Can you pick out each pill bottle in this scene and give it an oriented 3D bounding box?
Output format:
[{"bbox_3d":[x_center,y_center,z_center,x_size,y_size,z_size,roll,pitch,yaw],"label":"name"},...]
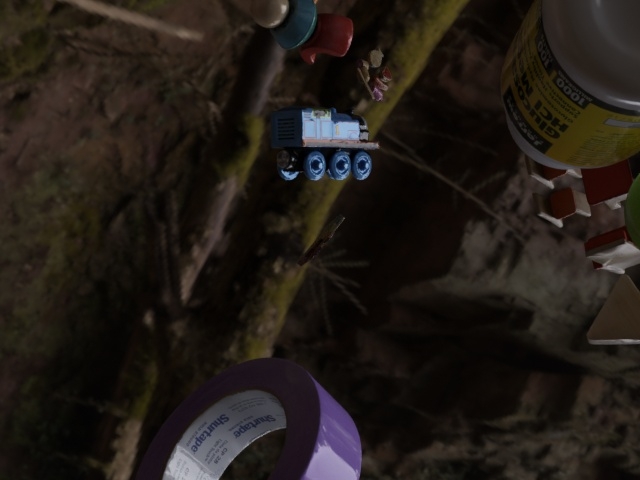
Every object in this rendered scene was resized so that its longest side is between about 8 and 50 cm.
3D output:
[{"bbox_3d":[0.291,-0.181,1.110,0.334,0.188,0.188,94,21,-79],"label":"pill bottle"}]

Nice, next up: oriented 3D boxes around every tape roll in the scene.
[{"bbox_3d":[-0.090,0.273,1.253,0.275,0.090,0.275,-28,-145,22],"label":"tape roll"}]

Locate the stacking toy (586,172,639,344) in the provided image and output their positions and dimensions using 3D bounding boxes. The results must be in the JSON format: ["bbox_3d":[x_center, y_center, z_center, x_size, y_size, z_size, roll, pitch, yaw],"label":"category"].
[{"bbox_3d":[0.437,0.023,1.113,0.279,0.130,0.309,18,-104,22],"label":"stacking toy"}]

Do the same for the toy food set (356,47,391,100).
[{"bbox_3d":[0.086,-0.265,1.747,0.019,0.078,0.122,-23,-169,29],"label":"toy food set"}]

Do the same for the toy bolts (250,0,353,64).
[{"bbox_3d":[-0.047,-0.398,1.676,0.218,0.158,0.228,-12,-116,46],"label":"toy bolts"}]

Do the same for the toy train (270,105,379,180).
[{"bbox_3d":[0.008,-0.139,1.538,0.080,0.184,0.105,5,-84,44],"label":"toy train"}]

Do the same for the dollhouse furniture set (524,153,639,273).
[{"bbox_3d":[0.471,-0.087,1.748,0.262,0.135,0.259,-24,-119,34],"label":"dollhouse furniture set"}]

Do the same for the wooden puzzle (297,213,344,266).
[{"bbox_3d":[0.000,0.000,0.980,0.049,0.006,0.083,-51,-176,-16],"label":"wooden puzzle"}]
